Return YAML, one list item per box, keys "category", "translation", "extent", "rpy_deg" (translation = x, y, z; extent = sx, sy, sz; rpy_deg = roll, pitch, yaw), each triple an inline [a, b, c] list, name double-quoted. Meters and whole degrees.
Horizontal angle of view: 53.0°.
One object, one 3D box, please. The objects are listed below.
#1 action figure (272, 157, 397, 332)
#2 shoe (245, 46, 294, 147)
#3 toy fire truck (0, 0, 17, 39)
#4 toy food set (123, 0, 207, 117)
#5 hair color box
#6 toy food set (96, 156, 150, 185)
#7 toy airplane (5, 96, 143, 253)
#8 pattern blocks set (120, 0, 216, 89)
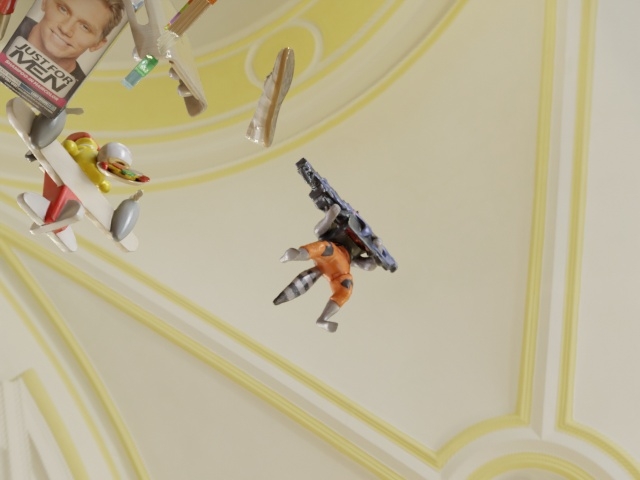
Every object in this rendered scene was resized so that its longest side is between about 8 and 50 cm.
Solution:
- category: "action figure"
  translation: [0.000, 0.000, 1.443]
  extent: [0.179, 0.341, 0.330]
  rpy_deg: [-32, -169, 34]
- category: "shoe"
  translation: [-0.109, -0.312, 1.384]
  extent: [0.058, 0.076, 0.218]
  rpy_deg: [19, -79, 9]
- category: "toy fire truck"
  translation: [-0.487, -0.401, 0.820]
  extent: [0.246, 0.217, 0.158]
  rpy_deg: [-64, -157, 12]
- category: "toy food set"
  translation: [-0.341, -0.417, 1.376]
  extent: [0.093, 0.306, 0.219]
  rpy_deg: [-18, -102, 2]
- category: "hair color box"
  translation: [-0.567, -0.457, 1.434]
  extent: [0.347, 0.174, 0.105]
  rpy_deg: [-43, -157, 23]
- category: "toy food set"
  translation: [-0.317, -0.111, 1.032]
  extent: [0.083, 0.083, 0.020]
  rpy_deg: [27, -80, 6]
- category: "toy airplane"
  translation: [-0.610, -0.158, 1.637]
  extent: [0.273, 0.386, 0.384]
  rpy_deg: [-27, -98, 2]
- category: "pattern blocks set"
  translation: [-0.170, -0.353, 0.935]
  extent: [0.324, 0.026, 0.285]
  rpy_deg: [-56, -157, -19]
